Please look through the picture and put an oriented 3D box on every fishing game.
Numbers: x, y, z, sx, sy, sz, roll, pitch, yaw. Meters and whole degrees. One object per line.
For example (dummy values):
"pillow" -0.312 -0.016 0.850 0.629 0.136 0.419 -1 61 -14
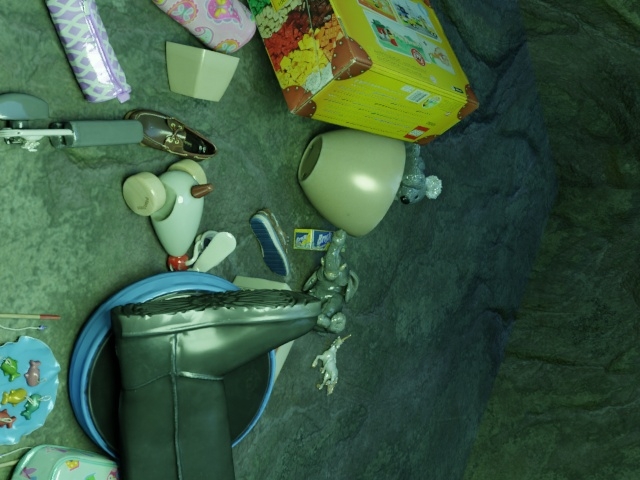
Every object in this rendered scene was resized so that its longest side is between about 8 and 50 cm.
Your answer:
"fishing game" -0.504 0.249 1.177 0.189 0.041 0.264 16 81 -59

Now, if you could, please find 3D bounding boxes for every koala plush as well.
"koala plush" 0.258 -0.192 2.138 0.221 0.196 0.203 45 48 -45

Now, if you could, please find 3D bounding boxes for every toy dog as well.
"toy dog" -0.251 -0.009 1.411 0.220 0.161 0.333 -56 137 -35

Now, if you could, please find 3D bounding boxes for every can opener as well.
"can opener" -0.422 -0.196 1.205 0.280 0.074 0.093 -8 101 -56

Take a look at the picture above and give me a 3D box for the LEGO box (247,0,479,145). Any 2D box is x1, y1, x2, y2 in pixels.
"LEGO box" 0.104 -0.454 1.654 0.500 0.193 0.372 4 59 -48

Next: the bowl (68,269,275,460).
"bowl" -0.265 0.253 1.336 0.391 0.077 0.391 -7 105 -25

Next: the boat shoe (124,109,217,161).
"boat shoe" -0.290 -0.208 1.406 0.207 0.073 0.073 16 83 -55

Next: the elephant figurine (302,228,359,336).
"elephant figurine" 0.029 0.114 1.846 0.169 0.186 0.239 29 72 -25

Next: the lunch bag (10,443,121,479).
"lunch bag" -0.453 0.504 1.225 0.224 0.108 0.279 40 64 -58

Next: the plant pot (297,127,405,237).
"plant pot" 0.055 -0.171 1.798 0.191 0.284 0.284 21 74 -21

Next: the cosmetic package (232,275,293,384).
"cosmetic package" -0.168 0.240 1.584 0.296 0.153 0.129 -63 142 -26

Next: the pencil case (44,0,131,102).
"pencil case" -0.394 -0.338 1.216 0.086 0.088 0.206 -49 134 -43

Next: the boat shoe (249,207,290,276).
"boat shoe" -0.106 0.003 1.717 0.066 0.066 0.183 -52 135 -41

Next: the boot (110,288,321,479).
"boot" -0.174 0.321 1.262 0.367 0.146 0.444 -4 99 -13

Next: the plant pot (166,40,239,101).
"plant pot" -0.244 -0.337 1.433 0.109 0.109 0.096 -5 111 -56

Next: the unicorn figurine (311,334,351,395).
"unicorn figurine" 0.026 0.343 1.983 0.111 0.060 0.161 -38 141 -48

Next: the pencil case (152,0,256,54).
"pencil case" -0.248 -0.480 1.394 0.284 0.124 0.124 30 70 -55

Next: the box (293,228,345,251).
"box" 0.000 0.000 1.883 0.169 0.059 0.054 3 89 -57
